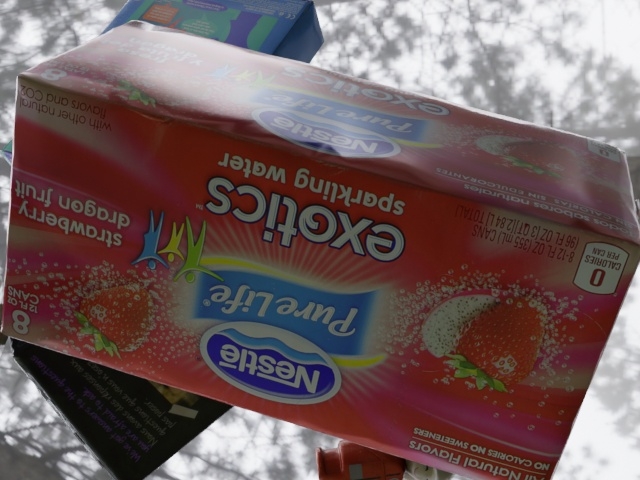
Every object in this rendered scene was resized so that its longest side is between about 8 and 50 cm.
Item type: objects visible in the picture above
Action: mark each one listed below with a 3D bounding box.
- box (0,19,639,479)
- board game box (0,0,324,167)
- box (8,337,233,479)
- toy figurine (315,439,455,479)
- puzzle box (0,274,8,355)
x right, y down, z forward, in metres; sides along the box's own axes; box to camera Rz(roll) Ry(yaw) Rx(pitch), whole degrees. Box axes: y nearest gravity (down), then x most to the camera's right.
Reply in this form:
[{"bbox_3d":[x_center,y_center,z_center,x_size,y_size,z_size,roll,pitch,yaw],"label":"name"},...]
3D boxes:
[{"bbox_3d":[0.000,0.000,0.447,0.122,0.257,0.128,-60,-15,-63],"label":"box"},{"bbox_3d":[-0.116,-0.112,0.751,0.210,0.160,0.047,-58,-29,-27],"label":"board game box"},{"bbox_3d":[-0.107,0.049,0.816,0.270,0.165,0.143,-38,-73,-12],"label":"box"},{"bbox_3d":[0.062,0.172,1.050,0.148,0.209,0.213,-8,-106,-1],"label":"toy figurine"},{"bbox_3d":[-0.328,0.082,0.540,0.272,0.409,0.052,-8,-84,-13],"label":"puzzle box"}]
